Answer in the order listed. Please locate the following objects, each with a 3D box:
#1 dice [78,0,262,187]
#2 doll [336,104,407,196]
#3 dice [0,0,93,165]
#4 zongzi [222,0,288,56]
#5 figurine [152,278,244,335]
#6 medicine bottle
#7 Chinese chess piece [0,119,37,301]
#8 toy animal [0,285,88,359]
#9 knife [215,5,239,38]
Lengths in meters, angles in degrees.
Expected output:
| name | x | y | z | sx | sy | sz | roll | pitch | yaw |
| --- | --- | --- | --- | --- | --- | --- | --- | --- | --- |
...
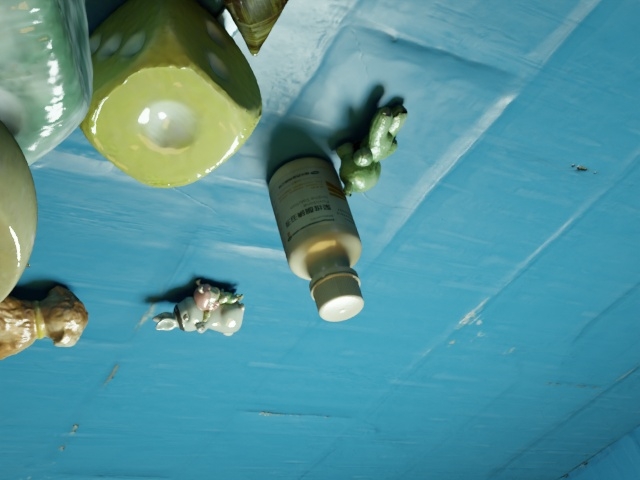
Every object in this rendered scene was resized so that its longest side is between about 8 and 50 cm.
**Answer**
| name | x | y | z | sx | sy | sz | roll | pitch | yaw |
| --- | --- | --- | --- | --- | --- | --- | --- | --- | --- |
| dice | -0.183 | -0.180 | 1.017 | 0.166 | 0.169 | 0.169 | -32 | 131 | 19 |
| doll | 0.074 | -0.140 | 1.283 | 0.115 | 0.077 | 0.150 | -30 | 156 | -58 |
| dice | -0.394 | -0.249 | 0.729 | 0.349 | 0.327 | 0.330 | -11 | 143 | -8 |
| zongzi | -0.013 | -0.333 | 0.968 | 0.248 | 0.111 | 0.241 | -25 | 154 | 5 |
| figurine | -0.212 | 0.114 | 1.507 | 0.146 | 0.081 | 0.098 | 9 | 93 | -24 |
| medicine bottle | 0.000 | 0.000 | 1.270 | 0.114 | 0.252 | 0.114 | -11 | 144 | -8 |
| Chinese chess piece | -0.361 | -0.022 | 0.676 | 0.274 | 0.102 | 0.273 | -11 | 144 | -8 |
| toy animal | -0.468 | 0.108 | 1.365 | 0.185 | 0.104 | 0.183 | -4 | 135 | -9 |
| knife | -0.126 | -0.260 | 1.083 | 0.045 | 0.019 | 0.313 | 15 | 133 | -40 |
